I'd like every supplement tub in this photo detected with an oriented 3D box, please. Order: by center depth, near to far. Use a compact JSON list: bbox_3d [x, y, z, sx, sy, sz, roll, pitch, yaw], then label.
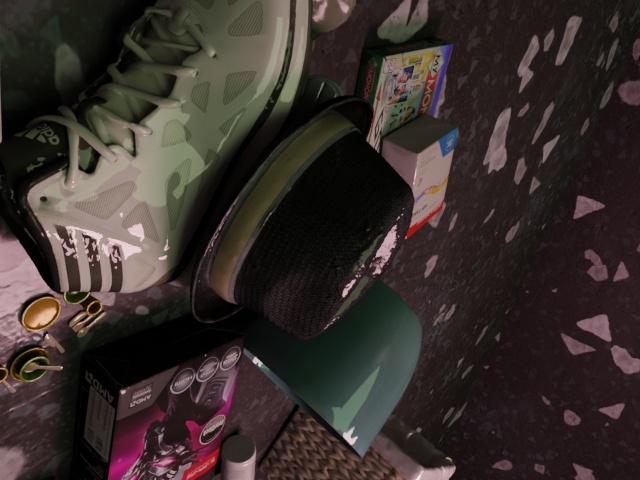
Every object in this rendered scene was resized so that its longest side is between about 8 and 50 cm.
[{"bbox_3d":[-0.167,0.455,1.227,0.071,0.071,0.107,-29,139,-41],"label":"supplement tub"}]

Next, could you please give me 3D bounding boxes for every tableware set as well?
[{"bbox_3d":[-0.327,0.115,0.723,0.154,0.024,0.104,-43,146,-24],"label":"tableware set"}]

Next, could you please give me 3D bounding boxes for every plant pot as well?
[{"bbox_3d":[0.034,0.182,1.042,0.235,0.293,0.293,-47,149,-14],"label":"plant pot"}]

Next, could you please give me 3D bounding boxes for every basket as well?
[{"bbox_3d":[0.095,0.538,1.438,0.266,0.331,0.328,-55,150,-1],"label":"basket"}]

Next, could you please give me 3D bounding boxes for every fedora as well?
[{"bbox_3d":[0.000,0.000,0.722,0.334,0.153,0.334,-48,165,-17],"label":"fedora"}]

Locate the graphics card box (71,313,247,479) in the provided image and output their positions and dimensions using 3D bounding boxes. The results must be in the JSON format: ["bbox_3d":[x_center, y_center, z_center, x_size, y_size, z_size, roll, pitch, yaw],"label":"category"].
[{"bbox_3d":[-0.255,0.303,0.935,0.233,0.094,0.370,-16,129,-49],"label":"graphics card box"}]

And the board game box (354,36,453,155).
[{"bbox_3d":[0.128,-0.196,1.094,0.214,0.046,0.317,-26,137,-42],"label":"board game box"}]

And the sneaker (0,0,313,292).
[{"bbox_3d":[-0.172,-0.125,0.587,0.258,0.169,0.447,-12,129,-54],"label":"sneaker"}]

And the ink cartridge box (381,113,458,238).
[{"bbox_3d":[0.172,-0.100,1.119,0.134,0.078,0.230,-36,143,-37],"label":"ink cartridge box"}]

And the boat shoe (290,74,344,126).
[{"bbox_3d":[-0.063,-0.097,0.855,0.302,0.109,0.094,-57,180,17],"label":"boat shoe"}]

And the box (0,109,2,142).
[{"bbox_3d":[-0.312,-0.128,0.458,0.102,0.087,0.101,-21,134,-48],"label":"box"}]

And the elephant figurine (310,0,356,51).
[{"bbox_3d":[-0.017,-0.295,0.698,0.239,0.169,0.186,-43,121,3],"label":"elephant figurine"}]
